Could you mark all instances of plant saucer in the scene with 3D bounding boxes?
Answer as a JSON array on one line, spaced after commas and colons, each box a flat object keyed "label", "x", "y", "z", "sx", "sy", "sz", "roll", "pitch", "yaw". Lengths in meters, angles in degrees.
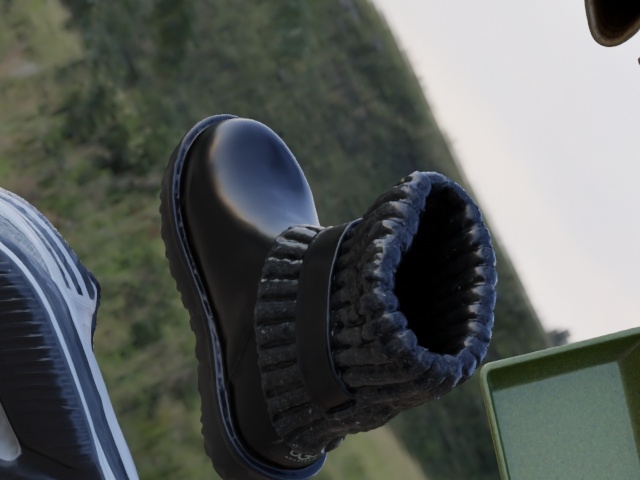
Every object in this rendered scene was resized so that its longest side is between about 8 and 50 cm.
[{"label": "plant saucer", "x": 0.225, "y": 0.183, "z": 1.475, "sx": 0.045, "sy": 0.188, "sz": 0.188, "roll": -15, "pitch": -94, "yaw": 64}]

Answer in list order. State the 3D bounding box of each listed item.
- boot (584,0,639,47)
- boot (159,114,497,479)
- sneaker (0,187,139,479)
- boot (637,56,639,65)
[{"label": "boot", "x": 0.355, "y": -0.349, "z": 1.790, "sx": 0.095, "sy": 0.203, "sz": 0.262, "roll": 24, "pitch": -53, "yaw": 11}, {"label": "boot", "x": 0.004, "y": 0.001, "z": 1.292, "sx": 0.260, "sy": 0.131, "sz": 0.348, "roll": -45, "pitch": -130, "yaw": 45}, {"label": "sneaker", "x": -0.153, "y": 0.165, "z": 1.085, "sx": 0.257, "sy": 0.169, "sz": 0.448, "roll": -83, "pitch": 158, "yaw": -74}, {"label": "boot", "x": 0.398, "y": -0.259, "z": 1.563, "sx": 0.264, "sy": 0.280, "sz": 0.096, "roll": 32, "pitch": 35, "yaw": -19}]
